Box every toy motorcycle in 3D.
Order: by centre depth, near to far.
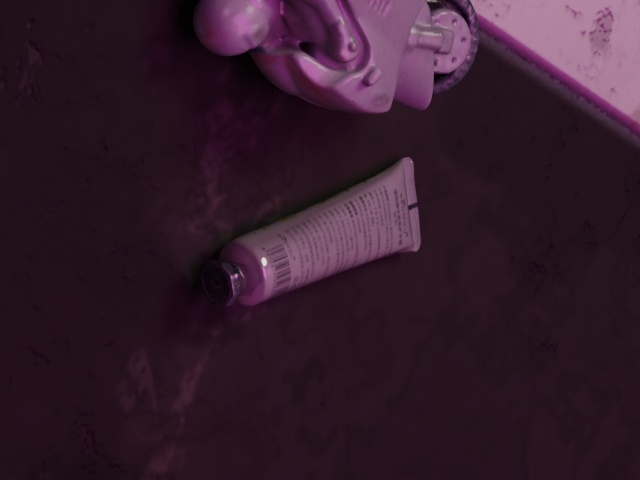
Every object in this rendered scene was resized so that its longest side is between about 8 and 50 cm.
[{"bbox_3d":[-0.005,-0.168,0.987,0.171,0.110,0.260,-41,122,-16],"label":"toy motorcycle"}]

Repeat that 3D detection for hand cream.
[{"bbox_3d":[0.000,0.000,1.077,0.194,0.042,0.067,-22,107,-45],"label":"hand cream"}]
